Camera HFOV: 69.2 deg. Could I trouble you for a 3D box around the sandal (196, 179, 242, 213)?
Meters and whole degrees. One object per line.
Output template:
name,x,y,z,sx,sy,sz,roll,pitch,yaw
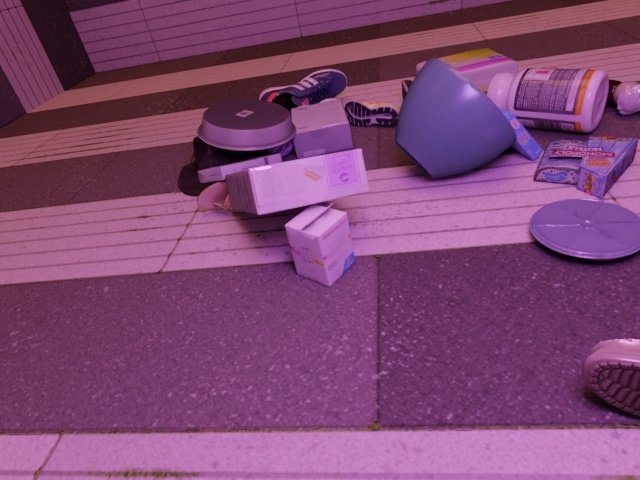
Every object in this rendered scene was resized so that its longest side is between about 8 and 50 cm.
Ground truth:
sandal,-0.204,-0.111,1.210,0.240,0.088,0.079,-18,56,-3

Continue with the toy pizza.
toy pizza,0.509,-0.019,0.890,0.201,0.032,0.201,-8,33,5

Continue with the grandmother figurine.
grandmother figurine,0.790,-0.441,1.358,0.208,0.104,0.342,-32,35,-13

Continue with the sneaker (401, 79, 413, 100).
sneaker,0.353,-0.492,1.584,0.118,0.083,0.222,-15,44,1

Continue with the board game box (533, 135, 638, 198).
board game box,0.601,-0.174,1.061,0.194,0.060,0.194,11,40,30

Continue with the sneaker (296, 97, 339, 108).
sneaker,-0.005,-0.448,1.662,0.178,0.072,0.077,-12,45,15

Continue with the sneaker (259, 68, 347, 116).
sneaker,-0.053,-0.537,1.755,0.350,0.131,0.148,-21,41,-2

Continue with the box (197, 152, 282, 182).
box,-0.218,-0.197,1.265,0.186,0.038,0.145,-20,14,-36

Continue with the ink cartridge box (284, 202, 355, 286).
ink cartridge box,0.000,0.000,0.924,0.090,0.143,0.092,17,43,37

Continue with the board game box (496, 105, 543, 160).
board game box,0.463,-0.301,1.212,0.039,0.160,0.211,-50,33,13

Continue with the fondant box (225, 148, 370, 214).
fondant box,-0.069,-0.131,1.049,0.238,0.096,0.330,-13,11,-18

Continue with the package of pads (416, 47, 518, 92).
package of pads,0.514,-0.600,1.671,0.297,0.101,0.229,-13,34,-1

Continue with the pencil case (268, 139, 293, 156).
pencil case,-0.137,-0.341,1.515,0.088,0.086,0.206,-45,24,17

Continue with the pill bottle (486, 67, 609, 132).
pill bottle,0.618,-0.391,1.281,0.278,0.162,0.162,19,45,38

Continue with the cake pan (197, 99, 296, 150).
cake pan,-0.218,-0.350,1.375,0.293,0.054,0.293,1,35,-1

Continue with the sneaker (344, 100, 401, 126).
sneaker,0.179,-0.432,1.566,0.208,0.081,0.094,17,36,27

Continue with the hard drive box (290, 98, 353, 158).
hard drive box,-0.001,-0.367,1.508,0.181,0.089,0.232,-10,33,4

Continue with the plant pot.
plant pot,0.301,-0.270,1.149,0.195,0.290,0.290,-46,34,11

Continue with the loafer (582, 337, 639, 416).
loafer,0.470,0.166,0.583,0.269,0.102,0.092,6,36,10

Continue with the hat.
hat,-0.310,-0.275,1.436,0.331,0.134,0.331,-8,34,5
